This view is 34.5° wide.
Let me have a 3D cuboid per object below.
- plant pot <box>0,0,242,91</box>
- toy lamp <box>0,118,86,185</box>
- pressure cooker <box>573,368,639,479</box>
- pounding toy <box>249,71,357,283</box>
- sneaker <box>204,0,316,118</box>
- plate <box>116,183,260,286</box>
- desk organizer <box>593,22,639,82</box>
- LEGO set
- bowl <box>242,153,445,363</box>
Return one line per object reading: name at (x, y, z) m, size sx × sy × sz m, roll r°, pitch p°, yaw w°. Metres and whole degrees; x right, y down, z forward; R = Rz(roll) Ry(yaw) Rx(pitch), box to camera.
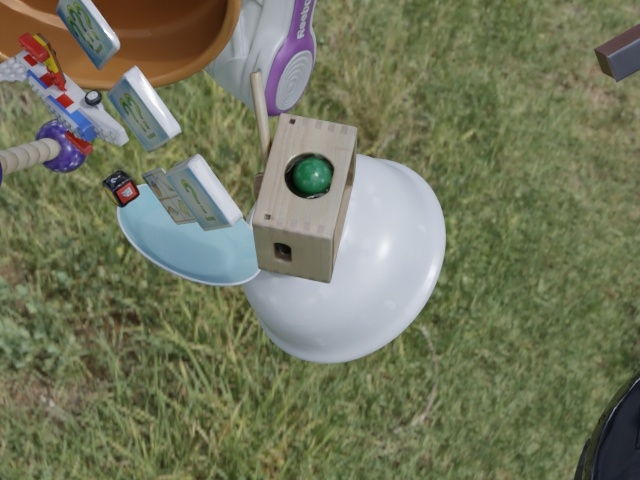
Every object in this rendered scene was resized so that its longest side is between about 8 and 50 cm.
plant pot at (-0.185, -0.286, 0.807) m, size 0.290 × 0.291 × 0.204 m, roll 10°, pitch 59°, yaw 1°
toy lamp at (-0.359, -0.091, 1.172) m, size 0.080 × 0.080 × 0.275 m, roll 18°, pitch 15°, yaw 8°
pressure cooker at (0.498, 0.319, 1.192) m, size 0.375 × 0.420 × 0.370 m, roll -31°, pitch 61°, yaw 8°
pounding toy at (-0.025, -0.054, 0.921) m, size 0.100 × 0.141 × 0.130 m, roll 11°, pitch 68°, yaw 5°
sneaker at (-0.061, -0.284, 1.068) m, size 0.152 × 0.305 × 0.114 m, roll 33°, pitch 31°, yaw 25°
plate at (-0.157, -0.003, 1.231) m, size 0.188 × 0.024 × 0.188 m, roll 22°, pitch 30°, yaw -13°
desk organizer at (0.479, -0.292, 1.530) m, size 0.130 × 0.047 × 0.050 m, roll -29°, pitch 26°, yaw 1°
LEGO set at (-0.157, -0.072, 0.738) m, size 0.060 × 0.244 × 0.182 m, roll -38°, pitch 102°, yaw -17°
bowl at (0.000, 0.000, 1.326) m, size 0.297 × 0.134 × 0.298 m, roll -15°, pitch 60°, yaw 28°
